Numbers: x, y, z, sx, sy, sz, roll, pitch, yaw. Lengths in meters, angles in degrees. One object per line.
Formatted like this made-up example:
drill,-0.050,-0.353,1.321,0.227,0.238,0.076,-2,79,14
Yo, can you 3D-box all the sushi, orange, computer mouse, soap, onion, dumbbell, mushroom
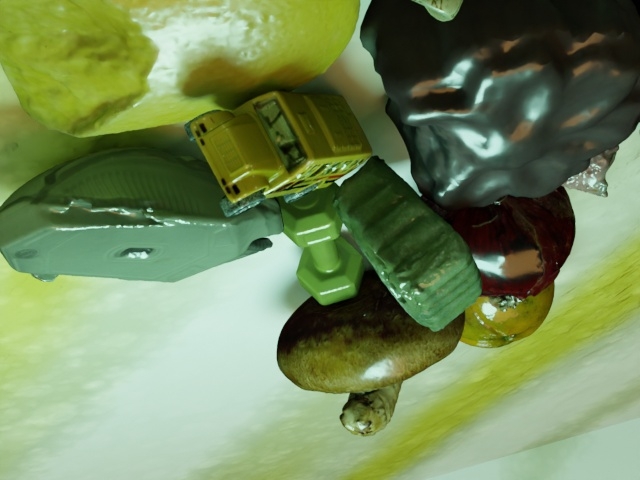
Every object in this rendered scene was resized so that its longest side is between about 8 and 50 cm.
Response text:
sushi,0.397,-0.164,1.539,0.107,0.241,0.161,17,106,4
orange,0.337,0.110,1.939,0.240,0.171,0.240,-11,150,-7
computer mouse,-0.254,-0.041,1.421,0.429,0.145,0.228,3,150,-36
soap,-0.161,-0.235,1.153,0.427,0.115,0.306,-14,148,-2
onion,0.274,-0.012,1.651,0.281,0.221,0.281,-7,133,-8
dumbbell,0.000,0.000,1.650,0.121,0.108,0.302,-17,152,2
mushroom,0.092,0.163,1.819,0.345,0.345,0.239,-9,124,-11

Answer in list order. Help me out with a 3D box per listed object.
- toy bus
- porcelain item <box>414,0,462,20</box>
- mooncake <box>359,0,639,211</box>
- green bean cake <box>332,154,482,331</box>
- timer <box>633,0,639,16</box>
toy bus,-0.041,-0.119,1.273,0.123,0.121,0.335,-28,177,19
porcelain item,0.157,-0.337,1.005,0.253,0.253,0.253,-11,151,-6
mooncake,0.237,-0.200,1.294,0.351,0.212,0.381,-22,150,15
green bean cake,0.124,0.004,1.465,0.125,0.227,0.222,-37,153,3
timer,0.451,-0.280,1.431,0.187,0.055,0.144,2,149,-21
